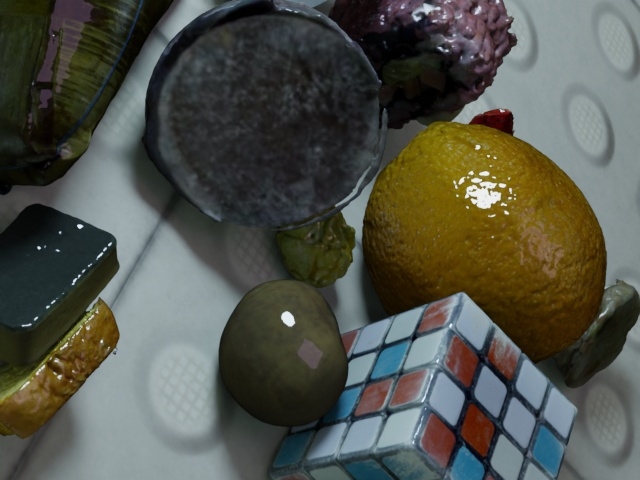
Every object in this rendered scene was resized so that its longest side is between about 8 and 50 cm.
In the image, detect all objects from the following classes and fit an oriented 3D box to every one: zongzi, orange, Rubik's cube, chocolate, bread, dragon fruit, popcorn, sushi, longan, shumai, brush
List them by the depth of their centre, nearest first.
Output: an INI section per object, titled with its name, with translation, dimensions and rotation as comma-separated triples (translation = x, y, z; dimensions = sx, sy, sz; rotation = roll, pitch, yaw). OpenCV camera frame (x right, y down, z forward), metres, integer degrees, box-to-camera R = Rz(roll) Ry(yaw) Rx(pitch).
[bread]
translation = -0.297, 0.141, 1.560
dimensions = 0.065, 0.103, 0.187
rotation = 54, 44, -19
[brush]
translation = -0.314, 0.044, 1.562
dimensions = 0.197, 0.123, 0.059
rotation = -53, 157, -45
[zongzi]
translation = -0.265, -0.225, 1.711
dimensions = 0.432, 0.207, 0.403
rotation = 28, 63, -64
[longan]
translation = -0.044, 0.139, 1.783
dimensions = 0.167, 0.167, 0.187
rotation = 30, 54, -35
[chocolate]
translation = -0.067, -0.185, 1.827
dimensions = 0.303, 0.303, 0.213
rotation = 49, 15, -21
[Rubik's cube]
translation = 0.136, 0.260, 1.847
dimensions = 0.256, 0.259, 0.253
rotation = 46, 49, -23
[popcorn]
translation = 0.000, 0.000, 1.922
dimensions = 0.116, 0.106, 0.121
rotation = 30, 54, -23
[orange]
translation = 0.221, 0.008, 1.989
dimensions = 0.322, 0.322, 0.357
rotation = -22, 79, -48
[sushi]
translation = 0.136, -0.264, 2.043
dimensions = 0.236, 0.270, 0.171
rotation = 57, 39, -34
[dragon fruit]
translation = 0.254, -0.138, 2.264
dimensions = 0.106, 0.083, 0.162
rotation = -25, 127, -64
[shumai]
translation = 0.415, 0.137, 2.295
dimensions = 0.120, 0.201, 0.201
rotation = 35, 35, 25

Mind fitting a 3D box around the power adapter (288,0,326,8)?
[power adapter]
translation = -0.038, -0.434, 1.909
dimensions = 0.255, 0.187, 0.124
rotation = 64, 11, -11
